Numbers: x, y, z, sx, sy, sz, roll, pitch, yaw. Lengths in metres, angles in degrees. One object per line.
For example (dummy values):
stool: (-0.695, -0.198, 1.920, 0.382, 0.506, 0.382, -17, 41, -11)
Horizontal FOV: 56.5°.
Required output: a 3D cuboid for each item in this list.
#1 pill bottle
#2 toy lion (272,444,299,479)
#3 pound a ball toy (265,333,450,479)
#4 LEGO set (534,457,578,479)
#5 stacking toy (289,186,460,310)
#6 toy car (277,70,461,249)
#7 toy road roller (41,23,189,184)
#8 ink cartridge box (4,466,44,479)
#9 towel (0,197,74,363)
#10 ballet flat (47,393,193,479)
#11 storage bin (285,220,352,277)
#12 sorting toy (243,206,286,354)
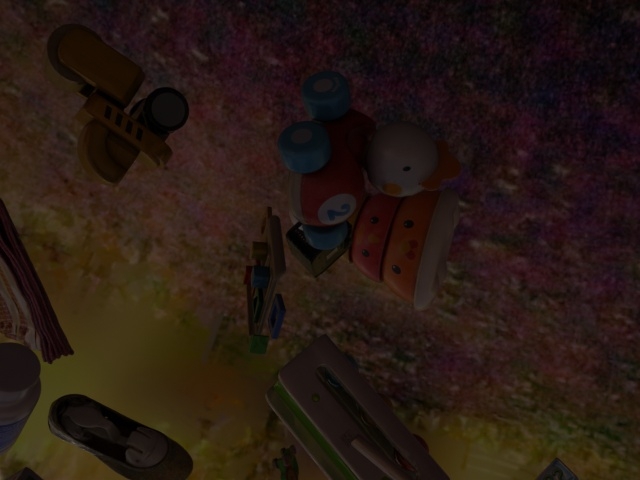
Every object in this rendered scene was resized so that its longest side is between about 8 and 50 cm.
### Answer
pill bottle: (-0.663, 0.326, 1.214, 0.152, 0.152, 0.272, 26, 126, -21)
toy lion: (-0.068, 0.515, 1.318, 0.034, 0.096, 0.100, -22, 178, 13)
pound a ball toy: (0.081, 0.278, 0.849, 0.319, 0.135, 0.208, 47, 150, 13)
LEGO set: (0.373, 0.514, 0.988, 0.060, 0.244, 0.182, 29, -166, -50)
stacking toy: (0.131, -0.020, 1.696, 0.479, 0.351, 0.351, 14, 160, 16)
toy car: (0.086, -0.107, 0.891, 0.237, 0.210, 0.219, 8, 145, 18)
toy road roller: (-0.464, -0.265, 1.268, 0.329, 0.241, 0.202, 36, 166, -26)
ink cartridge box: (-0.510, 0.429, 0.884, 0.179, 0.145, 0.045, -29, 112, 25)
towel: (-0.477, 0.050, 0.882, 0.329, 0.037, 0.237, 1, 114, 50)
ballet flat: (-0.446, 0.440, 1.325, 0.348, 0.123, 0.123, 24, 160, 2)
storage bin: (0.000, 0.000, 1.328, 0.084, 0.122, 0.180, 46, 171, 14)
sorting toy: (-0.125, 0.071, 1.196, 0.047, 0.348, 0.196, 10, 127, -18)
